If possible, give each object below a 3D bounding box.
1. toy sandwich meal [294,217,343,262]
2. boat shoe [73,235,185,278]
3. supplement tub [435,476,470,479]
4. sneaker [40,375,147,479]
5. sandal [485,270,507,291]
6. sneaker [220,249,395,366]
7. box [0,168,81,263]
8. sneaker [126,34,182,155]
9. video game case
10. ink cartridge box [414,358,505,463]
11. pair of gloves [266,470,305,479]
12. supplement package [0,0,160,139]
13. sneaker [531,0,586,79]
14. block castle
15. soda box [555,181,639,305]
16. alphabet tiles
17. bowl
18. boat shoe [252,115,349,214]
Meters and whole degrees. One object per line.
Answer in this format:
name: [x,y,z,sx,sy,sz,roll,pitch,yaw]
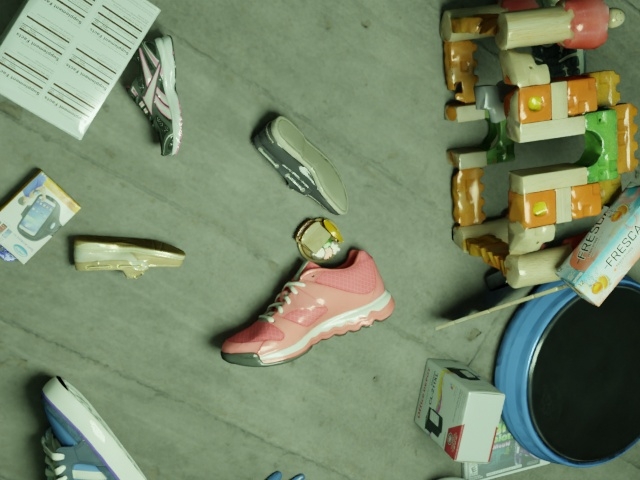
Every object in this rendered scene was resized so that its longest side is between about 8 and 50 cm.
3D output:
toy sandwich meal: [0.000,0.000,1.550,0.085,0.029,0.085,-5,104,-20]
boat shoe: [-0.295,0.030,1.430,0.170,0.063,0.059,7,103,-13]
supplement tub: [0.312,0.597,1.704,0.316,0.228,0.228,35,88,-25]
sneaker: [-0.403,0.393,1.431,0.236,0.130,0.323,-36,118,-14]
sandal: [0.424,0.052,1.692,0.254,0.097,0.054,-20,78,-6]
sneaker: [-0.033,0.106,1.534,0.314,0.116,0.136,-21,101,-23]
box: [-0.433,-0.030,1.377,0.136,0.028,0.081,-47,114,-7]
sneaker: [-0.250,-0.215,1.392,0.077,0.072,0.178,-7,97,-8]
video game case: [0.357,0.367,1.780,0.190,0.022,0.173,-9,105,-19]
ink cartridge box: [0.240,0.297,1.635,0.072,0.175,0.127,7,99,-20]
pair of gloves: [-0.058,0.505,1.611,0.159,0.023,0.198,-23,88,-33]
supplement package: [-0.346,-0.268,1.263,0.149,0.194,0.203,32,90,-24]
sneaker: [0.427,-0.393,1.584,0.122,0.110,0.283,-27,113,-21]
block castle: [0.351,-0.168,1.503,0.213,0.303,0.453,-9,105,-13]
soda box: [0.437,0.005,1.381,0.063,0.058,0.183,39,91,-24]
alphabet tiles: [0.320,0.111,1.593,0.237,0.198,0.009,-22,81,27]
bowl: [0.514,0.245,1.767,0.391,0.077,0.391,-5,101,-25]
boat shoe: [-0.030,-0.113,1.509,0.065,0.075,0.206,-23,124,31]
